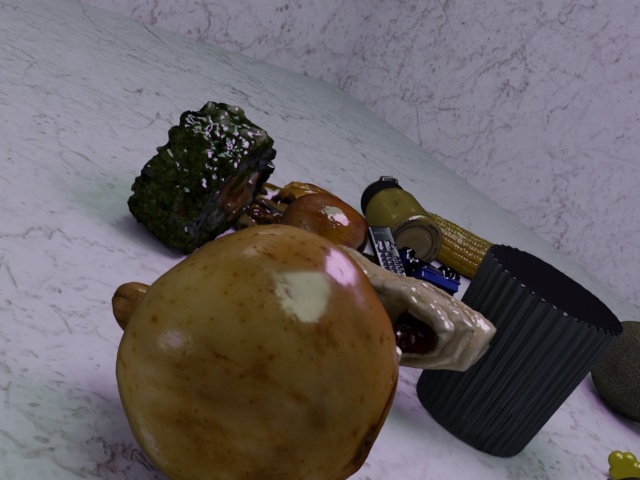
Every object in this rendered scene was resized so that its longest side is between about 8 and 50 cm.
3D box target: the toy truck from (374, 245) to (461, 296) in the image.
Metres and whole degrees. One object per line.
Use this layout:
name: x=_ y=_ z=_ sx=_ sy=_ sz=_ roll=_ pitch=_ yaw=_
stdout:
toy truck: x=0.202 y=0.132 z=1.934 sx=0.161 sy=0.213 sz=0.177 roll=22 pitch=58 yaw=-24

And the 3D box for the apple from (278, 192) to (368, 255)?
apple: x=0.000 y=0.000 z=1.931 sx=0.187 sy=0.211 sz=0.211 roll=25 pitch=17 yaw=14

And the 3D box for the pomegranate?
pomegranate: x=-0.104 y=0.157 z=1.155 sx=0.410 sy=0.410 sz=0.410 roll=26 pitch=19 yaw=-10

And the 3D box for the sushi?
sushi: x=-0.236 y=-0.141 z=1.828 sx=0.178 sy=0.294 sz=0.352 roll=36 pitch=17 yaw=5

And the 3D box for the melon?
melon: x=0.821 y=0.335 z=2.245 sx=0.237 sy=0.237 sz=0.302 roll=22 pitch=19 yaw=-21

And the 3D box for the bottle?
bottle: x=0.214 y=-0.060 z=2.480 sx=0.171 sy=0.172 sz=0.351 roll=22 pitch=18 yaw=-21

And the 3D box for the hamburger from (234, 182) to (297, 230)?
hamburger: x=-0.149 y=-0.096 z=2.100 sx=0.183 sy=0.130 sz=0.206 roll=15 pitch=21 yaw=-43

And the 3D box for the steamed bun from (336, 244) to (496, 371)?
steamed bun: x=0.080 y=0.162 z=1.634 sx=0.428 sy=0.247 sz=0.189 roll=27 pitch=7 yaw=32

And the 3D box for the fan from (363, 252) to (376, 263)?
fan: x=0.188 y=0.092 z=2.122 sx=0.229 sy=0.011 sz=0.335 roll=4 pitch=-21 yaw=38

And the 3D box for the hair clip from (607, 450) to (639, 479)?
hair clip: x=0.677 y=0.514 z=1.834 sx=0.173 sy=0.072 sz=0.046 roll=45 pitch=19 yaw=14

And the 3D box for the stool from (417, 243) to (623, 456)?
stool: x=0.375 y=0.222 z=1.722 sx=0.297 sy=0.330 sz=0.297 roll=27 pitch=18 yaw=-10

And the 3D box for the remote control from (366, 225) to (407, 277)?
remote control: x=0.154 y=0.074 z=1.845 sx=0.063 sy=0.025 sz=0.245 roll=0 pitch=57 yaw=-25

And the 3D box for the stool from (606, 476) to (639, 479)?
stool: x=0.598 y=0.527 z=1.609 sx=0.217 sy=0.125 sz=0.121 roll=43 pitch=32 yaw=-18

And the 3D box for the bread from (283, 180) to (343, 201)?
bread: x=-0.004 y=-0.059 z=2.223 sx=0.198 sy=0.120 sz=0.236 roll=18 pitch=22 yaw=-28

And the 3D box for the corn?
corn: x=0.425 y=0.028 z=2.618 sx=0.344 sy=0.131 sz=0.131 roll=29 pitch=18 yaw=-2
